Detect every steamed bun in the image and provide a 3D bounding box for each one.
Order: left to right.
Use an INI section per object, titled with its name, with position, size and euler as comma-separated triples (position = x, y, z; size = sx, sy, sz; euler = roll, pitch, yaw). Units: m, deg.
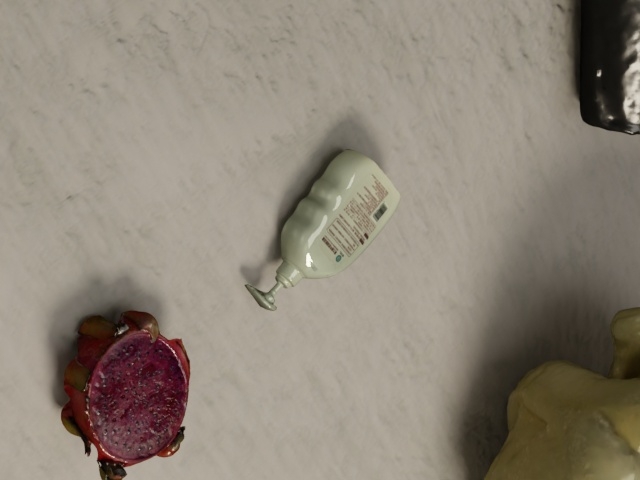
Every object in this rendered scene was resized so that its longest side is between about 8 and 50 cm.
[steamed bun]
position = 0.297, 0.219, 1.621
size = 0.325, 0.230, 0.372
euler = -42, 136, 21

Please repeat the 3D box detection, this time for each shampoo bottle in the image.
[shampoo bottle]
position = 0.000, 0.000, 1.464
size = 0.152, 0.045, 0.077
euler = -52, 127, -12

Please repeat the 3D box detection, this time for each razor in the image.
[razor]
position = 0.309, -0.264, 1.556
size = 0.189, 0.107, 0.327
euler = -13, 111, -30

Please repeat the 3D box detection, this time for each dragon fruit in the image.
[dragon fruit]
position = -0.158, 0.120, 1.385
size = 0.112, 0.068, 0.126
euler = -17, 101, -41
